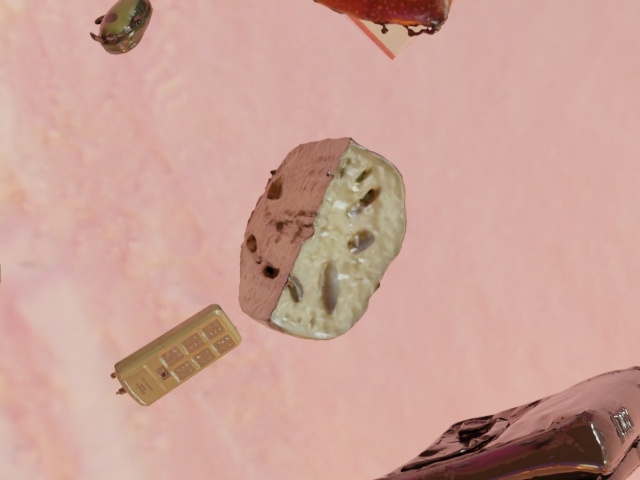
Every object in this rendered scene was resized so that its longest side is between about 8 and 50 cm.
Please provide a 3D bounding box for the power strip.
[{"bbox_3d":[-0.181,0.147,1.533,0.169,0.028,0.076,-33,132,-2],"label":"power strip"}]

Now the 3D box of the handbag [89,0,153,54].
[{"bbox_3d":[-0.261,-0.295,1.651,0.072,0.111,0.047,5,143,31],"label":"handbag"}]

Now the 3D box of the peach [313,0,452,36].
[{"bbox_3d":[0.029,-0.294,1.043,0.189,0.068,0.279,-32,68,5],"label":"peach"}]

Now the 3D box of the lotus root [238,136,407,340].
[{"bbox_3d":[-0.009,0.011,1.704,0.149,0.260,0.267,27,81,-19],"label":"lotus root"}]

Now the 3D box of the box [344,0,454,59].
[{"bbox_3d":[0.068,-0.481,1.608,0.312,0.314,0.300,-42,65,10],"label":"box"}]

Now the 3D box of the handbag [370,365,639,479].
[{"bbox_3d":[0.189,0.200,1.157,0.244,0.275,0.088,-20,88,24],"label":"handbag"}]
